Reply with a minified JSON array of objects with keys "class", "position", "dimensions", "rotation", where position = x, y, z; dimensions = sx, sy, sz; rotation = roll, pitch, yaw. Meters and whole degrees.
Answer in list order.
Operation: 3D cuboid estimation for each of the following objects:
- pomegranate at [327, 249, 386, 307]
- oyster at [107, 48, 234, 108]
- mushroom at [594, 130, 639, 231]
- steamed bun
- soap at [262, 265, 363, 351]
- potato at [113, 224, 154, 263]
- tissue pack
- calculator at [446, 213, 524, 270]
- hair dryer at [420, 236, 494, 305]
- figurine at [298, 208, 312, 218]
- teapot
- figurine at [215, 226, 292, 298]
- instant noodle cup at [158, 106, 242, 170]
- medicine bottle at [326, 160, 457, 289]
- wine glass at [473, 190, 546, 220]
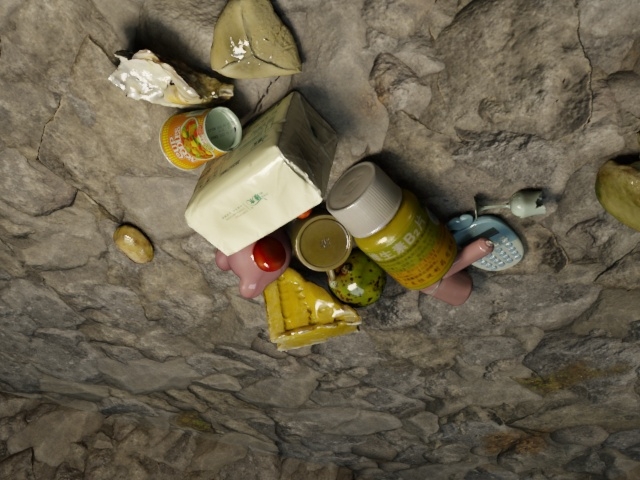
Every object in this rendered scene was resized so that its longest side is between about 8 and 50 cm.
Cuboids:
[{"class":"pomegranate","position":[0.131,0.123,1.849],"dimensions":[0.198,0.246,0.198],"rotation":[5,103,24]},{"class":"oyster","position":[-0.387,-0.411,1.394],"dimensions":[0.275,0.100,0.271],"rotation":[5,171,42]},{"class":"mushroom","position":[0.845,-0.112,1.433],"dimensions":[0.212,0.217,0.292],"rotation":[-4,136,19]},{"class":"steamed bun","position":[-0.172,-0.474,1.303],"dimensions":[0.231,0.110,0.212],"rotation":[-3,135,9]},{"class":"soap","position":[-0.038,0.170,1.860],"dimensions":[0.304,0.338,0.169],"rotation":[-13,152,0]},{"class":"potato","position":[-0.646,0.016,1.913],"dimensions":[0.107,0.080,0.170],"rotation":[-22,132,19]},{"class":"tissue pack","position":[-0.157,-0.174,1.478],"dimensions":[0.380,0.297,0.207],"rotation":[-28,124,34]},{"class":"calculator","position":[0.518,0.004,1.737],"dimensions":[0.303,0.042,0.188],"rotation":[37,131,-27]},{"class":"hair dryer","position":[0.439,0.085,1.731],"dimensions":[0.210,0.125,0.352],"rotation":[25,149,-15]},{"class":"figurine","position":[-0.044,-0.121,1.627],"dimensions":[0.068,0.140,0.075],"rotation":[16,136,-2]},{"class":"teapot","position":[0.000,0.000,1.726],"dimensions":[0.185,0.175,0.267],"rotation":[-18,107,-5]},{"class":"figurine","position":[-0.192,0.025,1.745],"dimensions":[0.269,0.211,0.261],"rotation":[46,142,19]},{"class":"instant noodle cup","position":[-0.305,-0.276,1.448],"dimensions":[0.185,0.168,0.168],"rotation":[-3,140,45]},{"class":"medicine bottle","position":[0.210,-0.042,1.609],"dimensions":[0.224,0.224,0.384],"rotation":[-29,124,33]},{"class":"wine glass","position":[0.548,-0.101,1.594],"dimensions":[0.195,0.079,0.079],"rotation":[-6,135,15]}]
